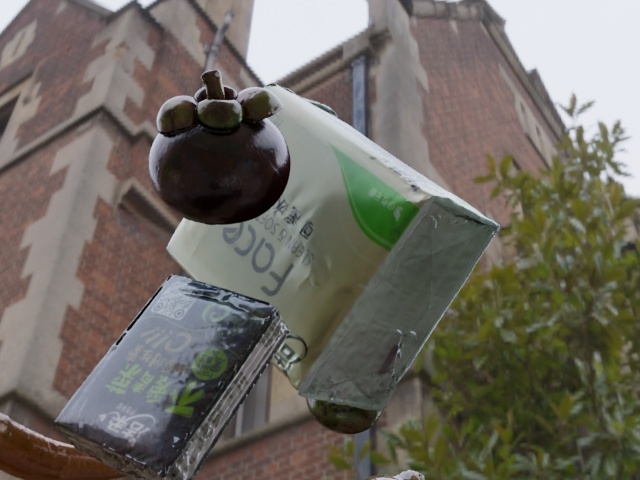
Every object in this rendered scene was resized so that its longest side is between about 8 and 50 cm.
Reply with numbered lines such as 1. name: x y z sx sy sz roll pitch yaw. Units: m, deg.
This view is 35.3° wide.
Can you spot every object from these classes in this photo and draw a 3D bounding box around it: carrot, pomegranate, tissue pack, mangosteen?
1. carrot: -0.314 0.263 1.208 0.271 0.066 0.062 29 -74 -36
2. pomegranate: 0.060 0.257 1.804 0.159 0.159 0.205 30 -60 -23
3. tissue pack: 0.000 0.000 1.472 0.205 0.405 0.332 23 -78 -45
4. mangosteen: -0.126 -0.116 1.264 0.199 0.200 0.200 1 -48 1
5. tissue pack: -0.164 0.154 1.134 0.173 0.235 0.073 14 -34 32

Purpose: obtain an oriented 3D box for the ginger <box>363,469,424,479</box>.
1. ginger: 0.122 0.529 2.021 0.218 0.270 0.123 -30 -95 10
